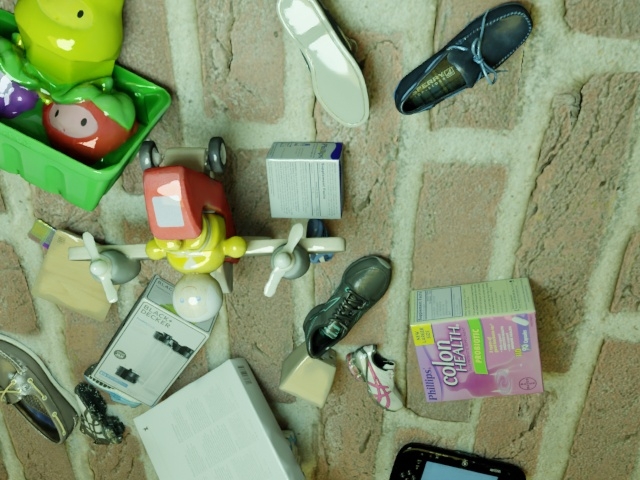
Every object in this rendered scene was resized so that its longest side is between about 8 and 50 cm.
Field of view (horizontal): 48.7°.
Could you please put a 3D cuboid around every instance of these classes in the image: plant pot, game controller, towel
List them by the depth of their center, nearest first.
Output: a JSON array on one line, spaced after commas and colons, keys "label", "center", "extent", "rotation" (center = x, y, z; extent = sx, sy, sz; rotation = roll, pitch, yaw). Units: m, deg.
[{"label": "towel", "center": [-0.579, -0.007, 1.510], "extent": [0.083, 0.009, 0.060], "rotation": [34, 120, -14]}, {"label": "plant pot", "center": [-0.019, 0.283, 1.562], "extent": [0.109, 0.109, 0.096], "rotation": [26, 110, -9]}, {"label": "game controller", "center": [0.330, 0.583, 1.718], "extent": [0.319, 0.067, 0.167], "rotation": [12, 123, 0]}]

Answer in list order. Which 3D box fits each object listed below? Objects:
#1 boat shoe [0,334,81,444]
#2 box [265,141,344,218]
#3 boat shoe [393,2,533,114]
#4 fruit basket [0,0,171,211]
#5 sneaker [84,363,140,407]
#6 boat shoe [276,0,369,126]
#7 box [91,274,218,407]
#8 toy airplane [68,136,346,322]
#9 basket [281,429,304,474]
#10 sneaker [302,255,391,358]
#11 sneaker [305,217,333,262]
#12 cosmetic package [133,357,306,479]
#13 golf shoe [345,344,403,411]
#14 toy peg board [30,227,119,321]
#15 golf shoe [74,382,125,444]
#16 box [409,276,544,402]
[{"label": "boat shoe", "center": [-0.713, 0.361, 1.711], "extent": [0.116, 0.097, 0.324], "rotation": [-24, 116, 21]}, {"label": "box", "center": [-0.026, -0.112, 1.324], "extent": [0.137, 0.072, 0.126], "rotation": [2, 123, 8]}, {"label": "boat shoe", "center": [0.239, -0.281, 1.168], "extent": [0.109, 0.089, 0.258], "rotation": [42, 119, -18]}, {"label": "fruit basket", "center": [-0.443, -0.283, 1.180], "extent": [0.392, 0.283, 0.392], "rotation": [12, 136, 12]}, {"label": "sneaker", "center": [-0.498, 0.359, 1.700], "extent": [0.162, 0.063, 0.073], "rotation": [33, 124, -12]}, {"label": "boat shoe", "center": [0.010, -0.311, 1.189], "extent": [0.095, 0.079, 0.254], "rotation": [-26, 113, 25]}, {"label": "box", "center": [-0.373, 0.231, 1.584], "extent": [0.169, 0.087, 0.290], "rotation": [33, 121, -13]}, {"label": "toy airplane", "center": [-0.208, 0.023, 1.258], "extent": [0.384, 0.273, 0.386], "rotation": [20, 148, -34]}, {"label": "basket", "center": [-0.147, 0.607, 1.704], "extent": [0.254, 0.201, 0.289], "rotation": [0, 91, 9]}, {"label": "sneaker", "center": [0.056, 0.144, 1.457], "extent": [0.101, 0.106, 0.267], "rotation": [33, 120, -11]}, {"label": "sneaker", "center": [0.000, 0.000, 1.387], "extent": [0.059, 0.053, 0.144], "rotation": [4, 153, -1]}, {"label": "cosmetic package", "center": [-0.214, 0.495, 1.575], "extent": [0.284, 0.097, 0.377], "rotation": [-32, 74, 11]}, {"label": "golf shoe", "center": [0.138, 0.309, 1.571], "extent": [0.086, 0.067, 0.186], "rotation": [-30, 113, 22]}, {"label": "toy peg board", "center": [-0.503, 0.062, 1.511], "extent": [0.161, 0.079, 0.161], "rotation": [24, 107, -14]}, {"label": "golf shoe", "center": [-0.568, 0.439, 1.747], "extent": [0.093, 0.077, 0.198], "rotation": [-19, 117, 10]}, {"label": "box", "center": [0.319, 0.206, 1.450], "extent": [0.242, 0.117, 0.214], "rotation": [-7, 121, 13]}]
